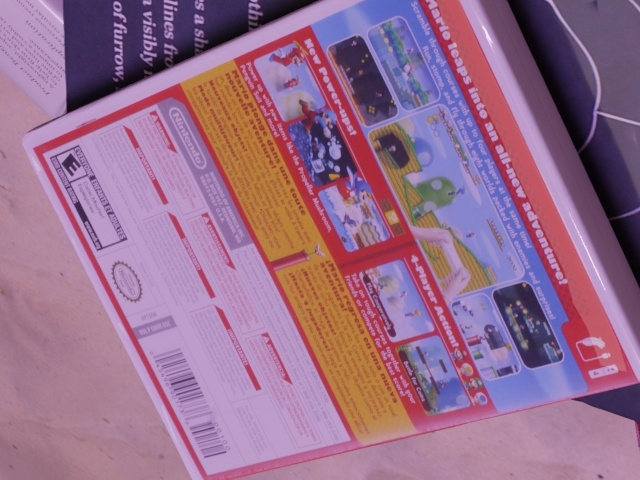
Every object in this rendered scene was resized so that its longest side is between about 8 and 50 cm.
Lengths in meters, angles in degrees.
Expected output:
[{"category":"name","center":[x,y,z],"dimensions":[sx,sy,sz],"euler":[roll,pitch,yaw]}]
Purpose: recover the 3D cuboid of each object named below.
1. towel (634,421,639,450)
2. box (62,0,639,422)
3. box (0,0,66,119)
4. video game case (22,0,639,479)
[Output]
[{"category":"towel","center":[0.275,0.219,1.137],"dimensions":[0.037,0.237,0.329],"euler":[-22,146,25]},{"category":"box","center":[0.089,-0.119,0.938],"dimensions":[0.395,0.212,0.294],"euler":[19,123,28]},{"category":"box","center":[-0.163,-0.211,1.261],"dimensions":[0.181,0.182,0.119],"euler":[45,152,-5]},{"category":"video game case","center":[0.000,0.000,0.907],"dimensions":[0.285,0.025,0.204],"euler":[-18,101,41]}]
